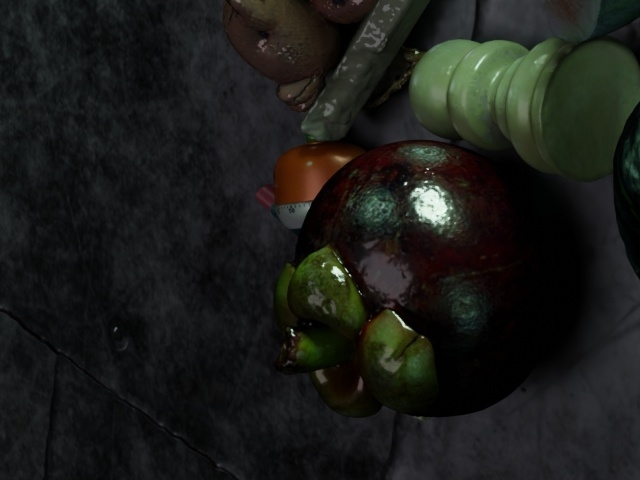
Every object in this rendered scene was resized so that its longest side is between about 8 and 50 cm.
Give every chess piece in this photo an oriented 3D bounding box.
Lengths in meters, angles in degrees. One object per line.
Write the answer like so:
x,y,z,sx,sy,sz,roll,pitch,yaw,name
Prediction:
0.192,-0.146,1.931,0.251,0.144,0.144,15,111,53,chess piece

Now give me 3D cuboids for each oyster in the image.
0.070,-0.181,2.122,0.132,0.029,0.086,15,101,47,oyster

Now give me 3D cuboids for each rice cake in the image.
0.056,-0.211,2.070,0.052,0.057,0.256,47,123,23,rice cake

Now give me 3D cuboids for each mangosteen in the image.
0.091,0.041,1.964,0.300,0.300,0.300,15,110,46,mangosteen

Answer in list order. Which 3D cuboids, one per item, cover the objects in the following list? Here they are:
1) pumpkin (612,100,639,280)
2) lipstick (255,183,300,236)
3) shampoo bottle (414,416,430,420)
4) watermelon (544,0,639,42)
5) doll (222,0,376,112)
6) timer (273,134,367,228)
0.397,-0.033,1.591,0.315,0.315,0.238,-47,25,44,pumpkin
0.000,0.000,2.242,0.234,0.053,0.053,38,126,41,lipstick
0.077,0.166,2.203,0.141,0.034,0.049,18,120,45,shampoo bottle
0.278,-0.307,1.711,0.175,0.188,0.322,-6,56,12,watermelon
-0.022,-0.310,2.112,0.201,0.156,0.303,52,129,33,doll
0.002,-0.075,2.176,0.136,0.099,0.136,5,100,27,timer
